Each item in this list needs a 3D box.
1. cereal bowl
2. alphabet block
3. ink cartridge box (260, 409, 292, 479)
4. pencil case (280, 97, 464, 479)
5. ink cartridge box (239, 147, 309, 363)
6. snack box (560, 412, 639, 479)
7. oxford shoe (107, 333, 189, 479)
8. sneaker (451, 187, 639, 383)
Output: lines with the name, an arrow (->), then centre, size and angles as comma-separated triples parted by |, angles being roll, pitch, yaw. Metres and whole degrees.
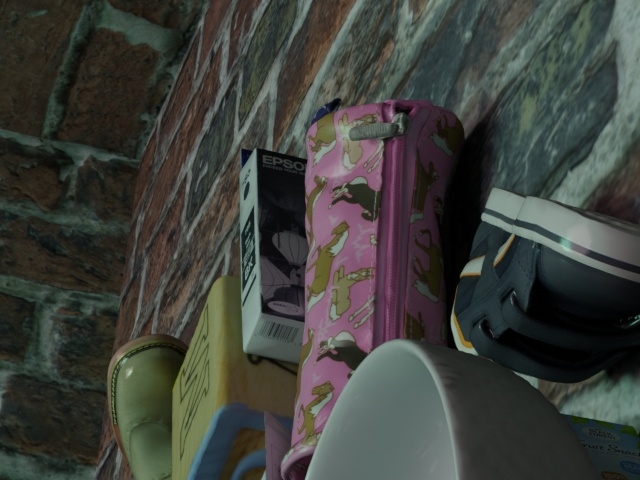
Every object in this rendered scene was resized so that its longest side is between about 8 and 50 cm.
cereal bowl -> 0.080, 0.232, 0.934 | 0.339, 0.141, 0.338 | -169, 90, -75
alphabet block -> -0.043, 0.182, 1.663 | 0.197, 0.192, 0.193 | -96, 25, -49
ink cartridge box -> -0.006, 0.292, 1.436 | 0.066, 0.189, 0.232 | -36, 32, 16
pencil case -> 0.052, 0.055, 1.473 | 0.160, 0.167, 0.386 | -15, 56, 31
ink cartridge box -> 0.000, 0.000, 1.695 | 0.332, 0.165, 0.065 | -96, 24, -50
snack box -> 0.172, 0.234, 1.010 | 0.207, 0.070, 0.174 | -109, 34, -67
oxford shoe -> -0.134, 0.288, 1.841 | 0.146, 0.141, 0.397 | -123, 12, -62
sneaker -> 0.168, 0.038, 1.091 | 0.321, 0.126, 0.127 | -135, 62, -86
